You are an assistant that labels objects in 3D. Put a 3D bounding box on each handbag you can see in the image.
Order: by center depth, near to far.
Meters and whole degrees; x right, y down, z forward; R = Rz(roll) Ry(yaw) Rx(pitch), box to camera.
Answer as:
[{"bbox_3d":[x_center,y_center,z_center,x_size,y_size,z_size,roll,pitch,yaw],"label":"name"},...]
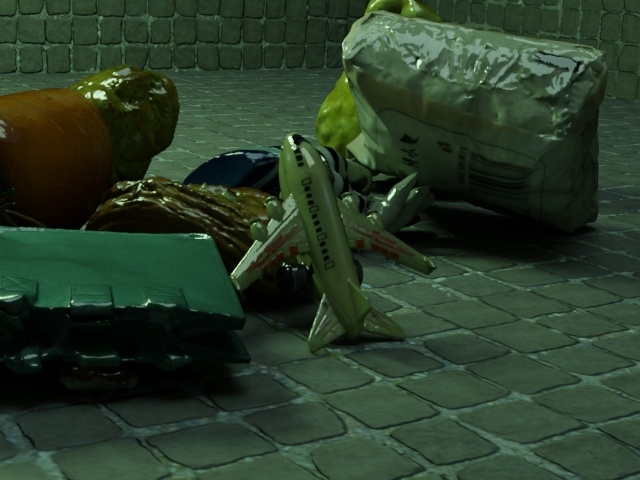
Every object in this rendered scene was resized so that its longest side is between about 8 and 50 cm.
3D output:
[{"bbox_3d":[-0.218,0.062,1.074,0.269,0.100,0.274,2,14,-17],"label":"handbag"}]

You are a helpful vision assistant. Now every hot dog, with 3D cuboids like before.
[{"bbox_3d":[-0.127,-0.007,1.313,0.272,0.122,0.196,8,5,29],"label":"hot dog"}]

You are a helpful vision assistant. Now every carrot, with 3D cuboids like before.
[{"bbox_3d":[-0.376,-0.064,1.355,0.193,0.214,0.331,-20,3,19],"label":"carrot"}]

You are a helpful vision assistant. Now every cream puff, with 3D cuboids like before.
[{"bbox_3d":[-0.337,-0.175,1.797,0.244,0.196,0.244,2,12,0],"label":"cream puff"}]

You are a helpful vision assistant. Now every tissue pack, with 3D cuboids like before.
[{"bbox_3d":[0.207,-0.146,1.607,0.390,0.195,0.375,17,-21,13],"label":"tissue pack"}]

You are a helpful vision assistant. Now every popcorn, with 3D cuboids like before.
[{"bbox_3d":[0.184,-0.233,1.918,0.334,0.292,0.294,15,-8,-27],"label":"popcorn"}]

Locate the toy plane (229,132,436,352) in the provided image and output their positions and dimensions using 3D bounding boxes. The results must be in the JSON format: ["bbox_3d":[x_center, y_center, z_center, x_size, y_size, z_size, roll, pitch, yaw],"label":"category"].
[{"bbox_3d":[0.000,0.000,1.188,0.229,0.092,0.244,-5,58,-29],"label":"toy plane"}]

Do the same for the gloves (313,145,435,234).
[{"bbox_3d":[0.055,-0.048,1.560,0.140,0.131,0.219,14,-13,46],"label":"gloves"}]

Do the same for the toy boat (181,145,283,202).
[{"bbox_3d":[-0.065,-0.085,1.650,0.292,0.070,0.210,-5,-11,-38],"label":"toy boat"}]
